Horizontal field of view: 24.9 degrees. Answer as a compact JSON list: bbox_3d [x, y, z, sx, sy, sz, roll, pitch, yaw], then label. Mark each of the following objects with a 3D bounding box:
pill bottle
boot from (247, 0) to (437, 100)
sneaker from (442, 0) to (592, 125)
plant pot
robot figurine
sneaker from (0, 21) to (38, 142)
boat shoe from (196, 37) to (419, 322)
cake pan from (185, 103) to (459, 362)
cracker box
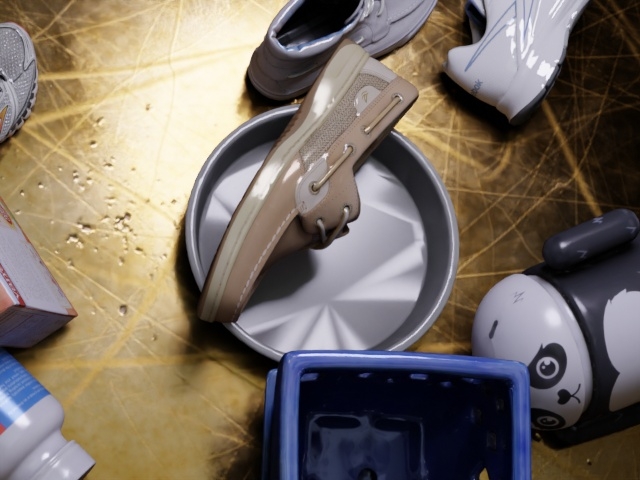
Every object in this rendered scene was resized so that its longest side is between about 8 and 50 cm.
[{"bbox_3d":[-0.322,0.166,1.374,0.221,0.124,0.124,42,70,3],"label":"pill bottle"},{"bbox_3d":[0.040,-0.247,1.580,0.258,0.123,0.095,-37,85,-20],"label":"boot"},{"bbox_3d":[0.243,-0.279,1.648,0.129,0.111,0.297,28,69,3],"label":"sneaker"},{"bbox_3d":[0.057,0.227,1.386,0.236,0.212,0.236,3,83,-12],"label":"plant pot"},{"bbox_3d":[0.294,0.092,1.510,0.278,0.173,0.209,-18,79,-18],"label":"robot figurine"},{"bbox_3d":[-0.350,-0.126,1.472,0.088,0.093,0.225,23,70,-5],"label":"sneaker"},{"bbox_3d":[-0.009,-0.050,1.454,0.110,0.121,0.341,31,68,-2],"label":"boat shoe"},{"bbox_3d":[0.000,0.000,1.535,0.293,0.054,0.293,4,73,-12],"label":"cake pan"},{"bbox_3d":[-0.320,0.020,1.360,0.067,0.232,0.155,-34,83,0],"label":"cracker box"}]
